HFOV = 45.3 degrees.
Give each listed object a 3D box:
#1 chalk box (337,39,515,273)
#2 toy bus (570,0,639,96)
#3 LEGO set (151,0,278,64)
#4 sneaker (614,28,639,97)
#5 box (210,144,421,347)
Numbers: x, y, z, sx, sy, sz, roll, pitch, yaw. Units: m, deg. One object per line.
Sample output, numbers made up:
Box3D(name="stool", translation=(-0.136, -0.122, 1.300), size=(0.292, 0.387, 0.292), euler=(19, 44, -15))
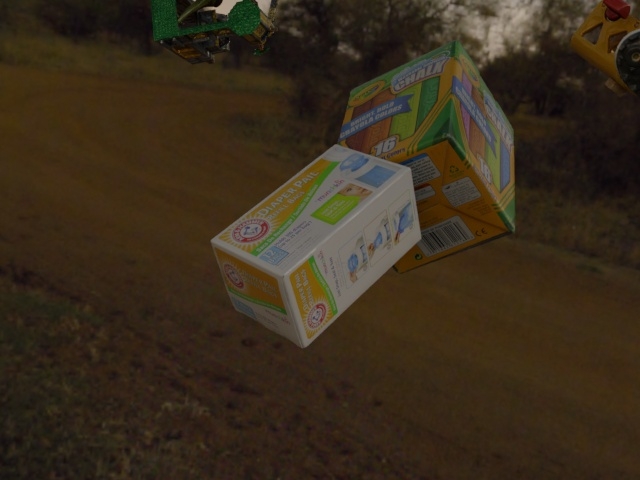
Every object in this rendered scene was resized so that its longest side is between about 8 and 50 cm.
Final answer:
Box3D(name="chalk box", translation=(0.147, -0.135, 1.048), size=(0.180, 0.179, 0.289), euler=(-22, 35, 29))
Box3D(name="toy bus", translation=(0.472, -0.270, 1.153), size=(0.191, 0.104, 0.202), euler=(39, 22, 3))
Box3D(name="LEGO set", translation=(-0.187, -0.476, 1.429), size=(0.255, 0.331, 0.192), euler=(-15, -6, 14))
Box3D(name="sneaker", translation=(0.391, -0.163, 0.735), size=(0.237, 0.085, 0.086), euler=(7, 35, -6))
Box3D(name="box", translation=(0.000, 0.000, 0.828), size=(0.114, 0.103, 0.203), euler=(22, 51, 38))
